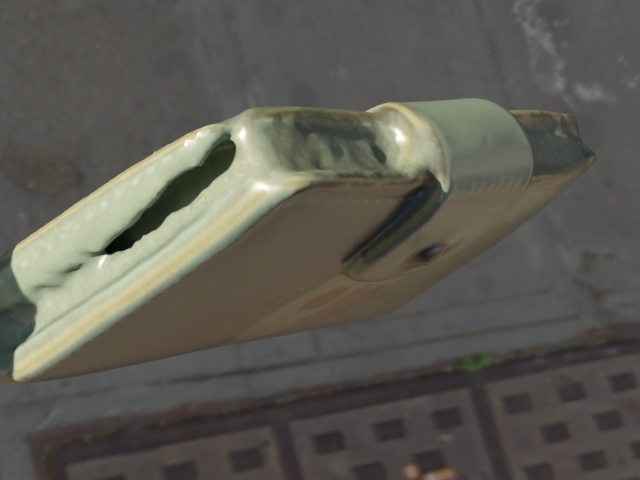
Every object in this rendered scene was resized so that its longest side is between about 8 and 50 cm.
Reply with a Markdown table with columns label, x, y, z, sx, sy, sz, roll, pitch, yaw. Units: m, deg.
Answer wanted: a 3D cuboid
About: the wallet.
| label | x | y | z | sx | sy | sz | roll | pitch | yaw |
| --- | --- | --- | --- | --- | --- | --- | --- | --- | --- |
| wallet | 0.000 | 0.000 | 0.794 | 0.360 | 0.252 | 0.083 | -7 | 70 | -53 |
